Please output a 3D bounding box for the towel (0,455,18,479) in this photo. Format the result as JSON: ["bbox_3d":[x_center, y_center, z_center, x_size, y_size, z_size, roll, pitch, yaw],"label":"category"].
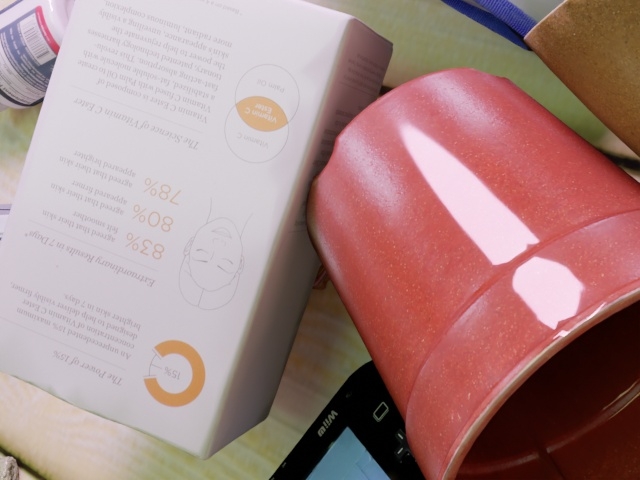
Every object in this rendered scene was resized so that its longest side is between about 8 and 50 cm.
[{"bbox_3d":[-0.360,0.302,1.189,0.110,0.027,0.148,-9,73,31],"label":"towel"}]

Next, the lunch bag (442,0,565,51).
[{"bbox_3d":[0.132,-0.369,0.914,0.385,0.239,0.328,38,100,19],"label":"lunch bag"}]

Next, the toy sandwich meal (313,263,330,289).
[{"bbox_3d":[0.000,0.000,1.022,0.085,0.029,0.085,-9,73,32],"label":"toy sandwich meal"}]

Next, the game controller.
[{"bbox_3d":[0.004,0.252,0.931,0.166,0.067,0.319,44,103,34],"label":"game controller"}]

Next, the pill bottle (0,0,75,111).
[{"bbox_3d":[-0.320,-0.206,1.246,0.180,0.108,0.108,-21,67,28],"label":"pill bottle"}]

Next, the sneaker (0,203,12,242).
[{"bbox_3d":[-0.247,0.009,1.165,0.258,0.094,0.091,2,107,32],"label":"sneaker"}]

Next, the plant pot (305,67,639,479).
[{"bbox_3d":[0.134,0.031,0.797,0.272,0.272,0.265,-47,49,15],"label":"plant pot"}]

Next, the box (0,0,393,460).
[{"bbox_3d":[-0.107,-0.035,0.917,0.215,0.168,0.345,21,97,13],"label":"box"}]

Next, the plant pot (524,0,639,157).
[{"bbox_3d":[0.302,-0.099,0.723,0.237,0.237,0.254,-37,88,21],"label":"plant pot"}]
